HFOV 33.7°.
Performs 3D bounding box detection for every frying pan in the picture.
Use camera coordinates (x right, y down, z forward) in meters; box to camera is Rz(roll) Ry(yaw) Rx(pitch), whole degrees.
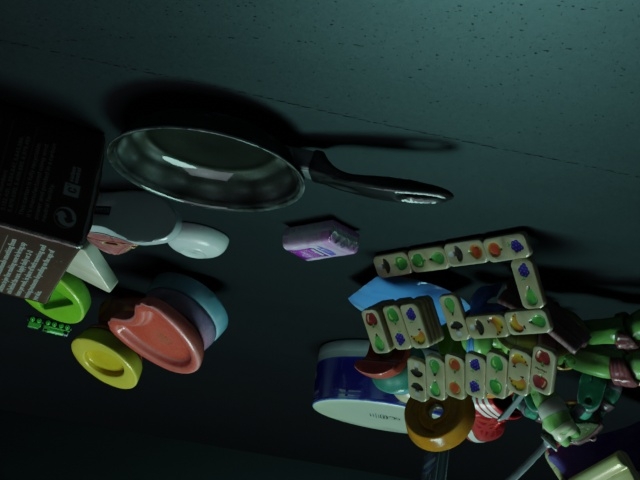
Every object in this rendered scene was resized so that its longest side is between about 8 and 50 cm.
[{"bbox_3d":[-0.057,-0.082,1.011,0.326,0.053,0.197,-5,156,33],"label":"frying pan"}]

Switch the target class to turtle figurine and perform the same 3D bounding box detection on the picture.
[{"bbox_3d":[0.319,0.175,1.315,0.266,0.275,0.198,-6,177,20],"label":"turtle figurine"},{"bbox_3d":[0.379,0.247,1.581,0.175,0.118,0.234,-22,157,12],"label":"turtle figurine"}]

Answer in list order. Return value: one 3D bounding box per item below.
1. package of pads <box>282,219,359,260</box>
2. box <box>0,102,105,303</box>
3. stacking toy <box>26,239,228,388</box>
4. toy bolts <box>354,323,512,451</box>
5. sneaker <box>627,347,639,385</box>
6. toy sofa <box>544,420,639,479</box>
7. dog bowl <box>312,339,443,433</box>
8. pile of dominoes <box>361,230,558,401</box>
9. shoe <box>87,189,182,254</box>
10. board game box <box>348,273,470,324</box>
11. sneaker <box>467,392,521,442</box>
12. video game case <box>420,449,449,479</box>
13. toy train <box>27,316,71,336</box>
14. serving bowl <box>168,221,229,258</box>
[{"bbox_3d":[0.000,0.000,1.248,0.083,0.032,0.050,-9,151,44],"label":"package of pads"},{"bbox_3d":[-0.433,-0.068,1.079,0.381,0.143,0.191,16,153,-20],"label":"box"},{"bbox_3d":[-0.296,0.078,1.594,0.308,0.130,0.279,-15,123,46],"label":"stacking toy"},{"bbox_3d":[0.169,0.219,1.542,0.228,0.218,0.158,7,150,33],"label":"toy bolts"},{"bbox_3d":[0.477,0.160,1.455,0.175,0.064,0.067,-11,131,38],"label":"sneaker"},{"bbox_3d":[0.543,0.356,1.693,0.362,0.177,0.150,-6,153,-39],"label":"toy sofa"},{"bbox_3d":[0.120,0.256,1.821,0.264,0.104,0.265,9,162,3],"label":"dog bowl"},{"bbox_3d":[0.157,0.101,1.234,0.040,0.196,0.251,-24,-171,-42],"label":"pile of dominoes"},{"bbox_3d":[-0.229,-0.019,1.269,0.177,0.064,0.081,7,163,26],"label":"shoe"},{"bbox_3d":[0.117,0.070,1.396,0.133,0.033,0.168,20,154,-13],"label":"board game box"},{"bbox_3d":[0.329,0.329,1.958,0.128,0.087,0.221,-1,160,32],"label":"sneaker"},{"bbox_3d":[0.217,0.430,2.011,0.026,0.274,0.196,9,161,0],"label":"video game case"},{"bbox_3d":[-0.514,0.164,1.999,0.083,0.024,0.017,16,160,-17],"label":"toy train"},{"bbox_3d":[-0.159,0.004,1.348,0.083,0.027,0.083,8,161,3],"label":"serving bowl"}]
